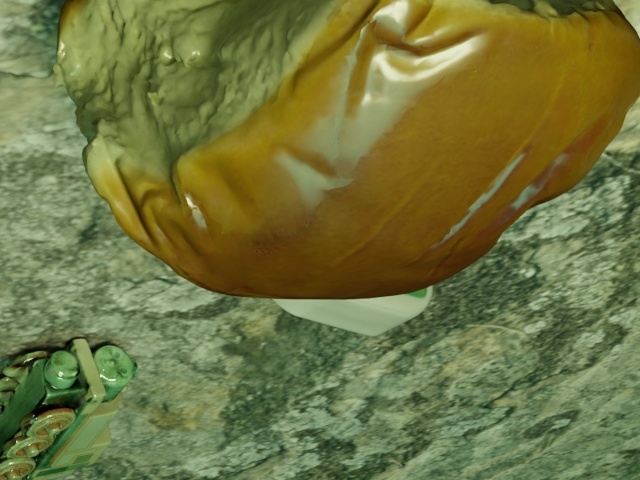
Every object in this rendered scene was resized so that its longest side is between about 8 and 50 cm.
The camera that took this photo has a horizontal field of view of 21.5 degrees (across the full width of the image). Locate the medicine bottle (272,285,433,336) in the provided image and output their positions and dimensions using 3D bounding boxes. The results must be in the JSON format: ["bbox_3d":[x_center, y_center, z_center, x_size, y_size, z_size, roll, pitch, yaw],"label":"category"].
[{"bbox_3d":[0.000,0.000,1.245,0.069,0.119,0.183,-29,149,35],"label":"medicine bottle"}]

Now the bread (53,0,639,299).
[{"bbox_3d":[0.019,-0.092,0.945,0.250,0.225,0.279,12,140,-44],"label":"bread"}]

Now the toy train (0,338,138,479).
[{"bbox_3d":[-0.235,0.151,1.495,0.125,0.081,0.194,-8,153,-36],"label":"toy train"}]
